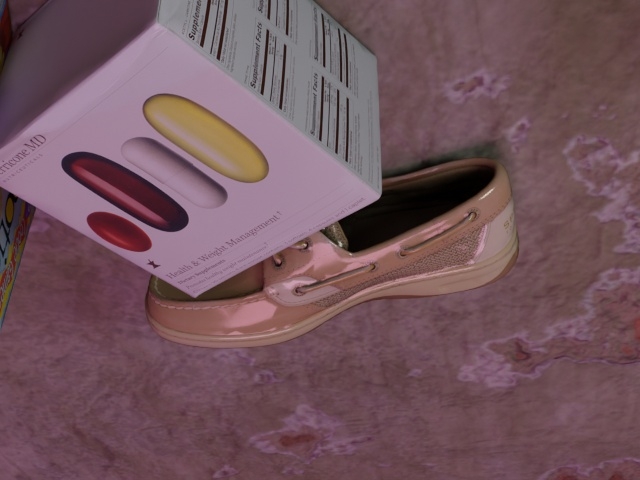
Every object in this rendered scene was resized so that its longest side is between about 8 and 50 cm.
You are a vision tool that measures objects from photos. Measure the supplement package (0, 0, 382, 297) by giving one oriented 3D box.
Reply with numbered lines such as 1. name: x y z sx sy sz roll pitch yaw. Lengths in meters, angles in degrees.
1. supplement package: -0.094 -0.093 0.660 0.194 0.149 0.203 -29 134 32

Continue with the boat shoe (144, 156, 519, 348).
1. boat shoe: 0.000 0.000 0.811 0.341 0.122 0.110 -15 135 3

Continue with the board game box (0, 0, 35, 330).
1. board game box: -0.314 -0.067 0.703 0.144 0.142 0.275 6 141 -6
